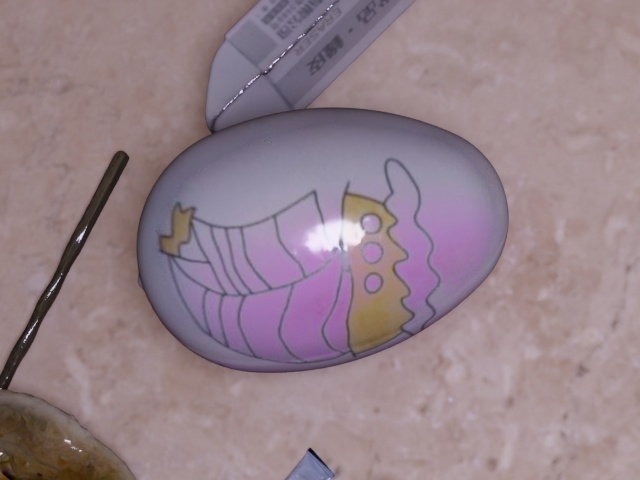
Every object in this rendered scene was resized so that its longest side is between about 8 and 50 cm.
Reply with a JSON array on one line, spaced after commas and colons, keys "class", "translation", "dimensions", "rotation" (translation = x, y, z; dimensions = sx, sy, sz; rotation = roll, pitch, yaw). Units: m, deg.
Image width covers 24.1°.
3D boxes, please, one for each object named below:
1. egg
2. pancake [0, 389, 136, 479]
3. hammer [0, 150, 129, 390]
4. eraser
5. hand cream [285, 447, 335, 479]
[{"class": "egg", "translation": [0.000, 0.000, 1.095], "dimensions": [0.271, 0.196, 0.196], "rotation": [0, 71, 15]}, {"class": "pancake", "translation": [-0.261, 0.248, 1.144], "dimensions": [0.282, 0.049, 0.282], "rotation": [-2, 71, 7]}, {"class": "hammer", "translation": [-0.231, 0.052, 1.242], "dimensions": [0.058, 0.029, 0.292], "rotation": [21, 77, 20]}, {"class": "eraser", "translation": [0.033, -0.214, 1.217], "dimensions": [0.352, 0.089, 0.061], "rotation": [-45, 61, -1]}, {"class": "hand cream", "translation": [-0.029, 0.201, 1.132], "dimensions": [0.093, 0.019, 0.030], "rotation": [-46, 63, -10]}]
